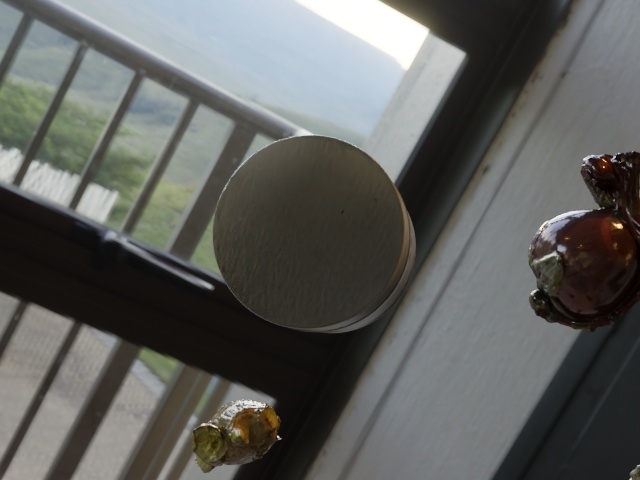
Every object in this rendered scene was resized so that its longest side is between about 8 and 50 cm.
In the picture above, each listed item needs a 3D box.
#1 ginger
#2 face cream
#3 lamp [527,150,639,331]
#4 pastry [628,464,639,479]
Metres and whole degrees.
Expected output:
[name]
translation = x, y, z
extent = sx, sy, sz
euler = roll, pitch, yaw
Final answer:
[ginger]
translation = -0.137, 0.315, 1.521
extent = 0.216, 0.157, 0.102
euler = 115, -45, -75
[face cream]
translation = 0.000, 0.000, 1.105
extent = 0.218, 0.218, 0.179
euler = 30, -1, 12
[lamp]
translation = 0.375, 0.008, 1.294
extent = 0.215, 0.223, 0.151
euler = 60, -6, 9
[pastry]
translation = 0.548, 0.350, 1.360
extent = 0.258, 0.121, 0.089
euler = 24, 9, -44
